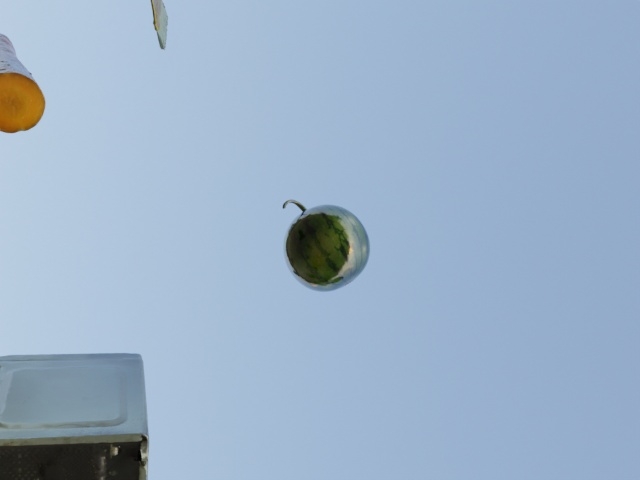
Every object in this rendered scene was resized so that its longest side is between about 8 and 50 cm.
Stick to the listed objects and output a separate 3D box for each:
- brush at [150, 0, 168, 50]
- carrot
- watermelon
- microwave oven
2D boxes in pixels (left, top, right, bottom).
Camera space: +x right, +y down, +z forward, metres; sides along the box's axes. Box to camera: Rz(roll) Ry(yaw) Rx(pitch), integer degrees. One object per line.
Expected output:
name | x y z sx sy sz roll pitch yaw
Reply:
brush | -0.261 -0.395 1.329 0.011 0.205 0.083 -5 -126 2
carrot | -0.327 -0.175 0.895 0.061 0.061 0.210 -62 -147 16
watermelon | 0.005 0.005 0.980 0.109 0.109 0.109 -2 -94 35
microwave oven | -0.189 0.200 0.616 0.163 0.129 0.205 -132 -136 -73
